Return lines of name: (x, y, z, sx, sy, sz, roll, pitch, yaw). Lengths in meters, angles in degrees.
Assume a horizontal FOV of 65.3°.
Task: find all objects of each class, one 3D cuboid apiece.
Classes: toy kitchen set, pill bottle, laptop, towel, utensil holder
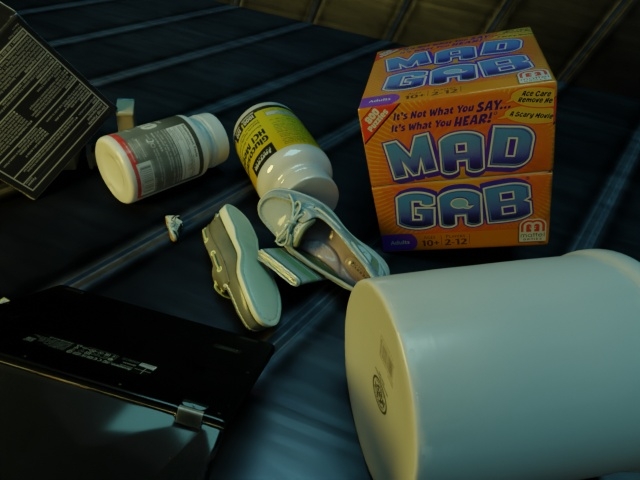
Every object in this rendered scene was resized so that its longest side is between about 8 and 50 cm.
toy kitchen set: (-0.569, -0.282, 1.264, 0.207, 0.166, 0.122, -4, 41, -15)
pill bottle: (-0.085, -0.185, 1.219, 0.187, 0.188, 0.334, -10, 42, -21)
pill bottle: (-0.377, -0.212, 1.219, 0.161, 0.161, 0.283, 34, 46, 28)
laptop: (-0.305, 0.252, 0.635, 0.381, 0.237, 0.408, 15, 9, 5)
towel: (-0.049, 0.054, 1.016, 0.113, 0.023, 0.152, 38, 16, 22)
utensil holder: (0.257, 0.191, 0.730, 0.385, 0.328, 0.328, -5, 41, -12)

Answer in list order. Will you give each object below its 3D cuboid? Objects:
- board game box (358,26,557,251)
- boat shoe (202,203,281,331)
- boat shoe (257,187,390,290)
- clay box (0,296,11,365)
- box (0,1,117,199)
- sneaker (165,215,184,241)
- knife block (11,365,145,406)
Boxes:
board game box: (0.309, -0.226, 1.137, 0.355, 0.357, 0.357, -4, 36, 17)
boat shoe: (-0.162, 0.060, 0.985, 0.109, 0.091, 0.305, 35, 23, -48)
boat shoe: (-0.001, 0.003, 1.010, 0.320, 0.118, 0.103, 40, 12, 9)
clay box: (-0.546, 0.196, 0.779, 0.127, 0.053, 0.222, 24, 43, 18)
box: (-0.674, -0.300, 1.085, 0.182, 0.294, 0.296, 35, 81, 30)
sneaker: (-0.321, -0.031, 1.112, 0.036, 0.032, 0.083, -9, 43, -20)
knife block: (-0.316, 0.219, 0.764, 0.242, 0.088, 0.276, 24, 41, 19)
